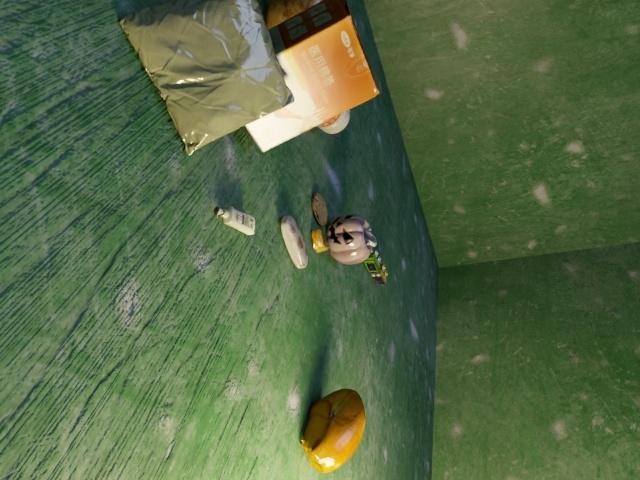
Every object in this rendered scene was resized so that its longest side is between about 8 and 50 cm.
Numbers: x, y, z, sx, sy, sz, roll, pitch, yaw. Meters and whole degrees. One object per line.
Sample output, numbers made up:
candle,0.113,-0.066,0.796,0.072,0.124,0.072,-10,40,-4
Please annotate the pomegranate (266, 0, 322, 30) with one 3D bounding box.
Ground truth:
pomegranate,-0.070,-0.680,1.464,0.215,0.215,0.215,-9,90,-68

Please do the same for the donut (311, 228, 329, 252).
donut,0.000,0.000,1.556,0.067,0.038,0.083,-20,102,-65

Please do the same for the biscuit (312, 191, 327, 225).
biscuit,-0.001,-0.108,1.628,0.120,0.015,0.120,-10,90,-68

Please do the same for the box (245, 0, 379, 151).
box,-0.051,-0.401,1.163,0.225,0.341,0.143,56,12,-46

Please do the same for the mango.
mango,0.040,0.512,1.313,0.252,0.154,0.126,-49,135,-46

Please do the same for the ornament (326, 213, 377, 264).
ornament,0.111,-0.006,1.665,0.177,0.178,0.177,-9,90,-68

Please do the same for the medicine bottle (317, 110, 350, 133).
medicine bottle,0.001,-0.461,1.612,0.252,0.145,0.144,13,69,-67

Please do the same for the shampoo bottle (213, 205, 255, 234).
shampoo bottle,-0.198,-0.052,1.099,0.141,0.034,0.048,30,61,-62

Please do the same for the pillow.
pillow,-0.208,-0.356,0.965,0.274,0.076,0.280,-33,120,-19

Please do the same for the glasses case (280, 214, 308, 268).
glasses case,-0.074,0.004,1.367,0.063,0.041,0.164,-61,136,-57

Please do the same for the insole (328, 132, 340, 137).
insole,0.044,-0.441,1.889,0.188,0.004,0.064,0,83,-68

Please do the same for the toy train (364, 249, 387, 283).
toy train,0.241,0.118,2.074,0.202,0.060,0.081,60,36,-41
